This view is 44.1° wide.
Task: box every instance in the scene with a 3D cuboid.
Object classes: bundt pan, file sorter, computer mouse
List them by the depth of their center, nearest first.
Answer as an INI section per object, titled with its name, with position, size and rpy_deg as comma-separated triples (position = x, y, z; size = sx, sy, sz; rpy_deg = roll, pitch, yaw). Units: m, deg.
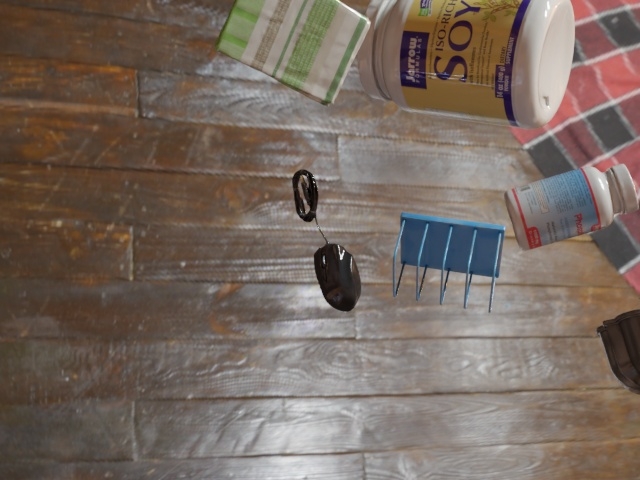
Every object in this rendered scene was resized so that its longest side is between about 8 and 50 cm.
[computer mouse]
position = 0.000, 0.000, 1.254
size = 0.041, 0.071, 0.242
rpy_deg = -10, 73, -46
[file sorter]
position = 0.207, 0.040, 1.296
size = 0.170, 0.118, 0.104
rpy_deg = 8, 47, 14
[bundt pan]
position = 0.669, 0.202, 1.403
size = 0.331, 0.331, 0.124
rpy_deg = 4, 69, -17

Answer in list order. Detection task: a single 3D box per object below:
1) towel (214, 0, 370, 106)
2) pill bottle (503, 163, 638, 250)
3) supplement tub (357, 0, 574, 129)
[towel]
position = -0.031, -0.234, 0.897
size = 0.152, 0.023, 0.113
rpy_deg = 23, 98, -19
[pill bottle]
position = 0.335, -0.048, 1.061
size = 0.160, 0.087, 0.087
rpy_deg = -17, 73, 13
[supplement tub]
position = 0.258, -0.335, 1.409
size = 0.331, 0.241, 0.241
rpy_deg = 13, 60, 29
